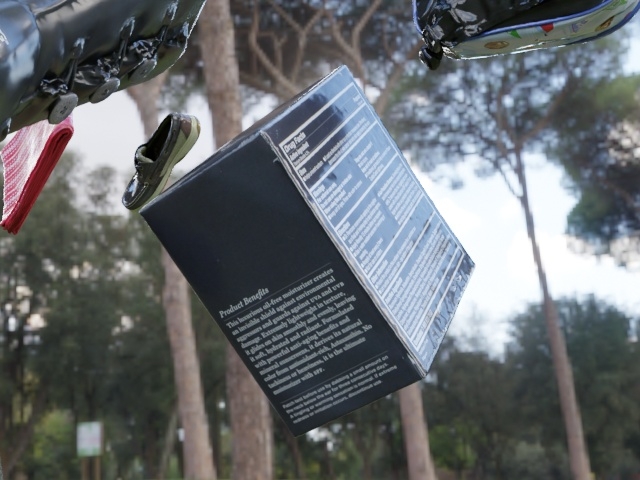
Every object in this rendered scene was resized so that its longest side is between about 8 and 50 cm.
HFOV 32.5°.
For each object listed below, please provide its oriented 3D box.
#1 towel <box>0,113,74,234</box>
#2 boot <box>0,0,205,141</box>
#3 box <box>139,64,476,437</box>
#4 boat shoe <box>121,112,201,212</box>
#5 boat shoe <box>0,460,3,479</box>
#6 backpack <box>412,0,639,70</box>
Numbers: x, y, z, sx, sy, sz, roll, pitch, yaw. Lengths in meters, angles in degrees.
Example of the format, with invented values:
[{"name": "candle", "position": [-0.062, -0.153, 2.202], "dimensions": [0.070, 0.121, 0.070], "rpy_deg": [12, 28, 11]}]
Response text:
[{"name": "towel", "position": [-0.436, -0.150, 1.678], "dimensions": [0.031, 0.275, 0.199], "rpy_deg": [25, -70, -27]}, {"name": "boot", "position": [-0.333, -0.150, 1.171], "dimensions": [0.367, 0.146, 0.445], "rpy_deg": [-36, 8, 32]}, {"name": "box", "position": [0.000, 0.000, 1.212], "dimensions": [0.182, 0.294, 0.296], "rpy_deg": [-29, 9, 26]}, {"name": "boat shoe", "position": [-0.211, -0.101, 1.377], "dimensions": [0.049, 0.056, 0.152], "rpy_deg": [21, -66, -42]}, {"name": "boat shoe", "position": [-0.366, 0.165, 1.043], "dimensions": [0.103, 0.118, 0.320], "rpy_deg": [-10, 28, -22]}, {"name": "backpack", "position": [0.251, -0.333, 1.269], "dimensions": [0.263, 0.277, 0.213], "rpy_deg": [-2, -2, 29]}]
